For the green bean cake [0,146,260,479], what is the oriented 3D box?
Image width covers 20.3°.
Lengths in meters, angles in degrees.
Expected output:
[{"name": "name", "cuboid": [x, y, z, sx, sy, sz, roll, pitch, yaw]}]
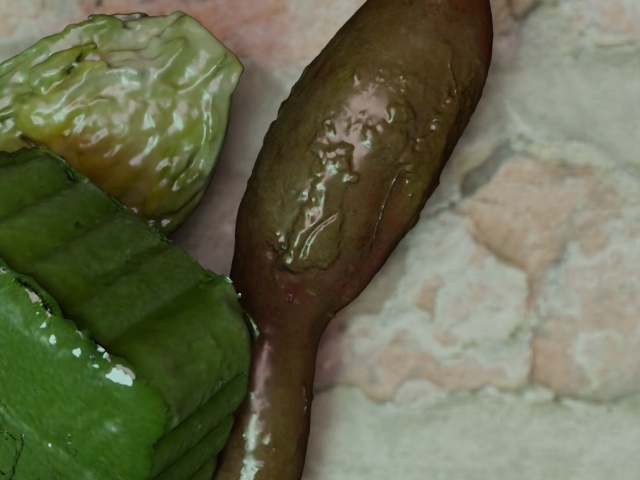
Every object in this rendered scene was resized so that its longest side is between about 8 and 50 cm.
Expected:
[{"name": "green bean cake", "cuboid": [-0.150, 0.071, 0.987, 0.214, 0.113, 0.200, 37, 133, 18]}]

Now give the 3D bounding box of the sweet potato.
[{"name": "sweet potato", "cuboid": [0.000, 0.000, 1.027, 0.109, 0.109, 0.385, 24, 89, 10]}]

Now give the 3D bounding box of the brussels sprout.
[{"name": "brussels sprout", "cuboid": [-0.126, -0.061, 1.057, 0.181, 0.100, 0.139, -37, 91, 2]}]
